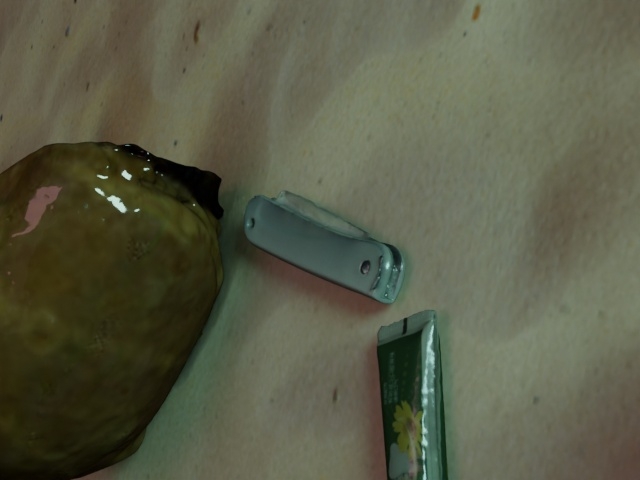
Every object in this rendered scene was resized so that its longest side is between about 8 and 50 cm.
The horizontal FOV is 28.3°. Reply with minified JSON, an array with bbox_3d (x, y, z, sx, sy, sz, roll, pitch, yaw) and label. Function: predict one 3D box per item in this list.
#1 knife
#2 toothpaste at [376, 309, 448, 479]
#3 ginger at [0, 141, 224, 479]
[{"bbox_3d":[0.000,0.000,0.796,0.162,0.023,0.044,23,95,54],"label":"knife"},{"bbox_3d":[0.053,0.138,0.683,0.049,0.031,0.204,-26,59,46],"label":"toothpaste"},{"bbox_3d":[-0.193,0.062,0.889,0.269,0.200,0.223,-16,67,51],"label":"ginger"}]
